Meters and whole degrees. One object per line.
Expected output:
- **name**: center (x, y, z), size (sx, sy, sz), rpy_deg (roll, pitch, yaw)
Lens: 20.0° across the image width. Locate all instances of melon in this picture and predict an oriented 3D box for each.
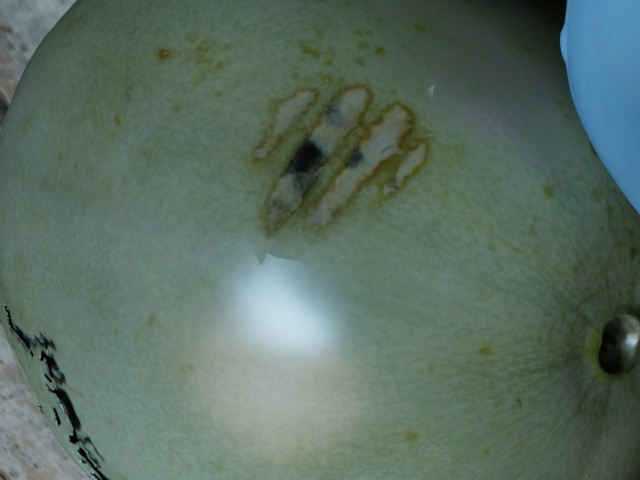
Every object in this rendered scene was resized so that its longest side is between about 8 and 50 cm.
- **melon**: center (0.000, 0.000, 0.727), size (0.330, 0.268, 0.268), rpy_deg (21, 143, 49)

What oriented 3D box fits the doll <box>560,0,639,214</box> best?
- **doll**: center (0.192, -0.037, 0.562), size (0.177, 0.141, 0.314), rpy_deg (-39, 109, 17)
